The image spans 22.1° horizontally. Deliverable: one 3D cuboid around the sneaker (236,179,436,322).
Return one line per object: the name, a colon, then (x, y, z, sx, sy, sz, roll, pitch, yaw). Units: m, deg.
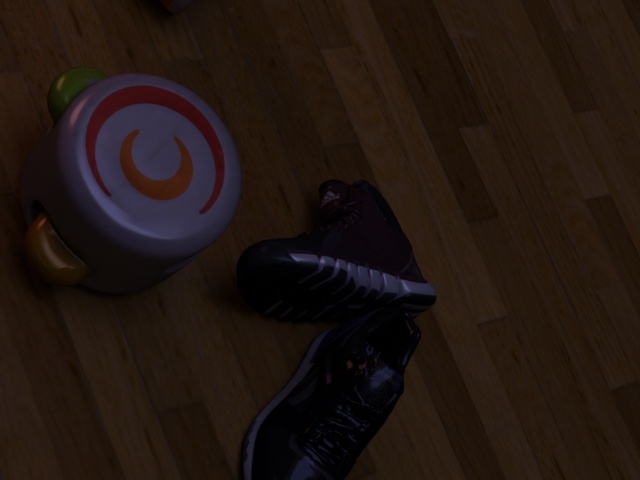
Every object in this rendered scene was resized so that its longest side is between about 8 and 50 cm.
sneaker: (0.000, 0.000, 1.775, 0.281, 0.106, 0.162, 16, 50, -48)

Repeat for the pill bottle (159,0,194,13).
pill bottle: (-0.191, -0.365, 1.795, 0.221, 0.121, 0.121, 47, 43, -10)

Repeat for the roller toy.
roller toy: (-0.186, -0.049, 1.589, 0.191, 0.146, 0.209, 12, 64, -27)

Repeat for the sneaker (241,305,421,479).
sneaker: (0.016, 0.168, 1.656, 0.107, 0.124, 0.283, 41, 45, -15)
